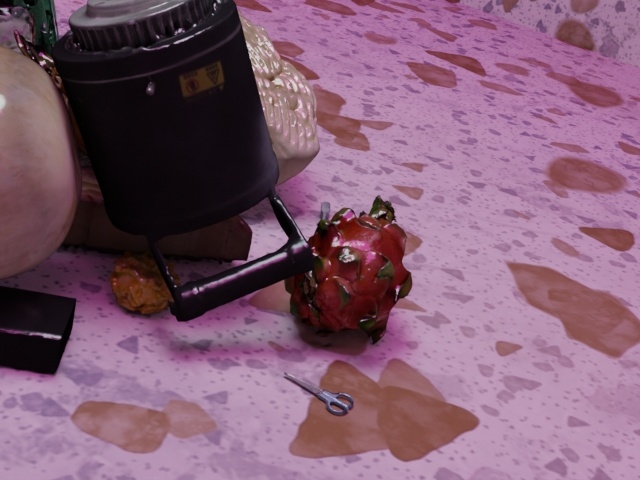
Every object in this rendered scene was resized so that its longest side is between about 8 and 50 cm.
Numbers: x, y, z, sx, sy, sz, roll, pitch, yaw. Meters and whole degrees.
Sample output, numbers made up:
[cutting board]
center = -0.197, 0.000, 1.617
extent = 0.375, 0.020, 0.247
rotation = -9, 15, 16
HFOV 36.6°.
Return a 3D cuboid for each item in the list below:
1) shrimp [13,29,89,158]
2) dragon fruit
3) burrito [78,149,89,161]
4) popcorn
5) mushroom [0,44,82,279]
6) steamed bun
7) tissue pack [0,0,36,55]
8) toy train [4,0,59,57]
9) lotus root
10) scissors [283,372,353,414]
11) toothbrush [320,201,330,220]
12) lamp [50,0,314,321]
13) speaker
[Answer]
[shrimp]
center = -0.326, -0.208, 1.257
extent = 0.066, 0.117, 0.262
rotation = -24, 67, -28
[dragon fruit]
center = 0.044, 0.029, 1.151
extent = 0.135, 0.137, 0.236
rotation = 30, 29, 0
[burrito]
center = -0.394, -0.200, 1.428
extent = 0.175, 0.107, 0.348
rotation = -17, 30, -11
[popcorn]
center = -0.196, 0.046, 1.092
extent = 0.083, 0.057, 0.082
rotation = -8, 36, -38
[mushroom]
center = -0.369, -0.076, 0.991
extent = 0.234, 0.260, 0.254
rotation = -6, 69, -6
[steamed bun]
center = -0.163, -0.194, 1.390
extent = 0.275, 0.206, 0.320
rotation = -16, 72, -48
[tissue pack]
center = -0.624, -0.330, 1.482
extent = 0.332, 0.123, 0.245
rotation = 14, 23, 38
[toy train]
center = -0.503, -0.414, 1.614
extent = 0.115, 0.269, 0.154
rotation = -14, 30, -22
[lotus root]
center = -0.228, -0.038, 1.225
extent = 0.260, 0.075, 0.170
rotation = 4, 23, -16
[scissors]
center = -0.004, 0.159, 1.019
extent = 0.083, 0.006, 0.036
rotation = 25, 30, 21
[toothbrush]
center = 0.000, 0.000, 1.318
extent = 0.016, 0.019, 0.219
rotation = 10, 27, -2
[lamp]
center = -0.164, -0.144, 1.054
extent = 0.205, 0.272, 0.374
rotation = -23, 49, -14
[speaker]
center = -0.362, 0.078, 0.965
extent = 0.218, 0.044, 0.082
rotation = 9, 27, -7
